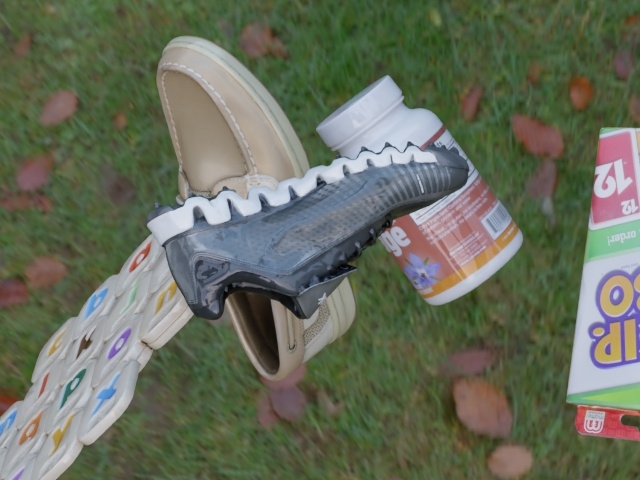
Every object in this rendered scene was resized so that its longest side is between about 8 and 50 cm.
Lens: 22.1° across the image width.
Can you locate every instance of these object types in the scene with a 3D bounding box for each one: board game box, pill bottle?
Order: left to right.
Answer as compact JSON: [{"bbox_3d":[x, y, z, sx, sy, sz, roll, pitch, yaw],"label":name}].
[{"bbox_3d":[0.095,-0.052,1.638,0.121,0.121,0.216,-37,96,-4],"label":"pill bottle"},{"bbox_3d":[0.276,0.036,1.349,0.124,0.039,0.259,3,83,32],"label":"board game box"}]

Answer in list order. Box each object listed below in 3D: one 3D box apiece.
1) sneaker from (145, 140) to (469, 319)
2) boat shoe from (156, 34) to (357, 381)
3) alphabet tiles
[{"bbox_3d":[0.000,0.000,1.174,0.234,0.078,0.106,-15,81,-5],"label":"sneaker"},{"bbox_3d":[-0.072,-0.024,1.509,0.121,0.341,0.110,5,38,48],"label":"boat shoe"},{"bbox_3d":[-0.186,0.108,1.302,0.021,0.278,0.284,39,111,-18],"label":"alphabet tiles"}]
